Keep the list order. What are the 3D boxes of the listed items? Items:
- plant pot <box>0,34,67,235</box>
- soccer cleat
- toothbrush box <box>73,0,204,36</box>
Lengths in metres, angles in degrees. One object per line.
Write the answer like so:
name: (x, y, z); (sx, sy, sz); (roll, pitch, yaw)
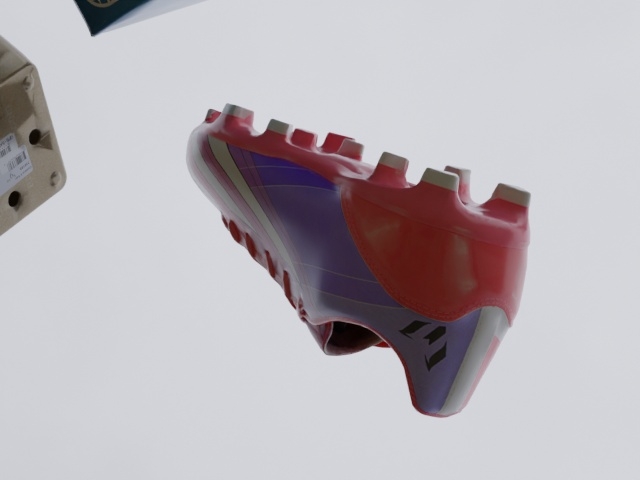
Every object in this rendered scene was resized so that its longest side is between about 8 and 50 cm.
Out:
plant pot: (-0.191, -0.050, 0.753); (0.096, 0.109, 0.109); (16, -48, 32)
soccer cleat: (0.000, 0.000, 0.660); (0.248, 0.083, 0.095); (21, -83, 58)
toothbrush box: (0.027, -0.226, 0.682); (0.296, 0.216, 0.126); (-25, -85, 29)
